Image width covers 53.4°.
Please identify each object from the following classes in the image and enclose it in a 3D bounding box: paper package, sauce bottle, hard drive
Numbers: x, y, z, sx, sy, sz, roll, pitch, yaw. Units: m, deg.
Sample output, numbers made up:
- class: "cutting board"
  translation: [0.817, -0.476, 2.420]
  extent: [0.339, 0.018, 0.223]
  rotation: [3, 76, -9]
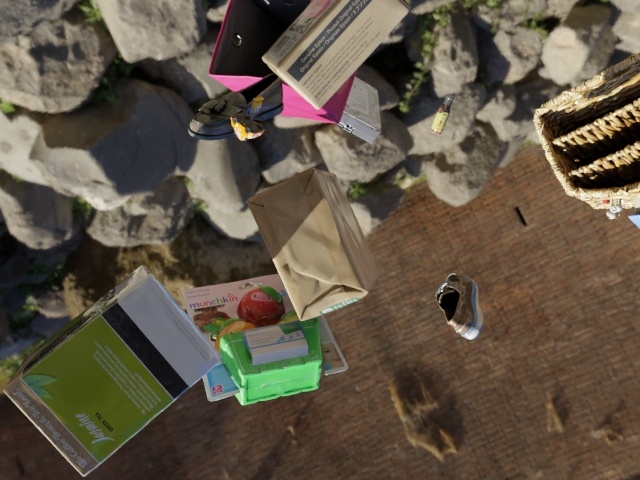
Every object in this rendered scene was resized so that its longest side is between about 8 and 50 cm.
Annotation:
- class: "paper package"
  translation: [0.000, 0.000, 1.484]
  extent: [0.168, 0.310, 0.325]
  rotation: [-25, 179, 10]
- class: "sauce bottle"
  translation: [0.398, -0.410, 2.069]
  extent: [0.042, 0.042, 0.128]
  rotation: [-14, 130, -50]
- class: "hard drive"
  translation: [0.097, -0.495, 2.238]
  extent: [0.064, 0.237, 0.339]
  rotation: [-53, -161, 34]

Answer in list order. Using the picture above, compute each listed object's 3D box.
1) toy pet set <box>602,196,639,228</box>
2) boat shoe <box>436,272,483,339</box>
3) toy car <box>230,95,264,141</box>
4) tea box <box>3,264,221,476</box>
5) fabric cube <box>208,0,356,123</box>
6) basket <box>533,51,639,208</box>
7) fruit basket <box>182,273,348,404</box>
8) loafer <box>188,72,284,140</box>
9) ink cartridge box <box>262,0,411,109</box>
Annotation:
- class: "toy pet set"
  translation: [0.622, -0.048, 1.221]
  extent: [0.122, 0.065, 0.114]
  rotation: [1, 180, -1]
- class: "boat shoe"
  translation: [0.260, 0.109, 1.212]
  extent: [0.066, 0.066, 0.183]
  rotation: [-56, -164, 22]
- class: "toy car"
  translation: [-0.115, -0.207, 1.119]
  extent: [0.122, 0.060, 0.040]
  rotation: [-55, 171, -53]
- class: "tea box"
  translation: [-0.411, 0.236, 1.282]
  extent: [0.323, 0.220, 0.329]
  rotation: [-39, -168, -13]
- class: "fabric cube"
  translation: [-0.078, -0.471, 1.604]
  extent: [0.259, 0.254, 0.258]
  rotation: [13, 174, 33]
- class: "basket"
  translation: [0.614, -0.201, 1.273]
  extent: [0.223, 0.214, 0.299]
  rotation: [23, 147, -36]
- class: "fruit basket"
  translation: [-0.140, 0.203, 1.520]
  extent: [0.327, 0.353, 0.165]
  rotation: [-8, 137, -17]
- class: "loafer"
  translation: [-0.169, -0.280, 1.297]
  extent: [0.267, 0.096, 0.084]
  rotation: [-37, 146, -48]
- class: "ink cartridge box"
  translation: [0.012, -0.314, 0.977]
  extent: [0.193, 0.088, 0.235]
  rotation: [-48, -159, 7]
